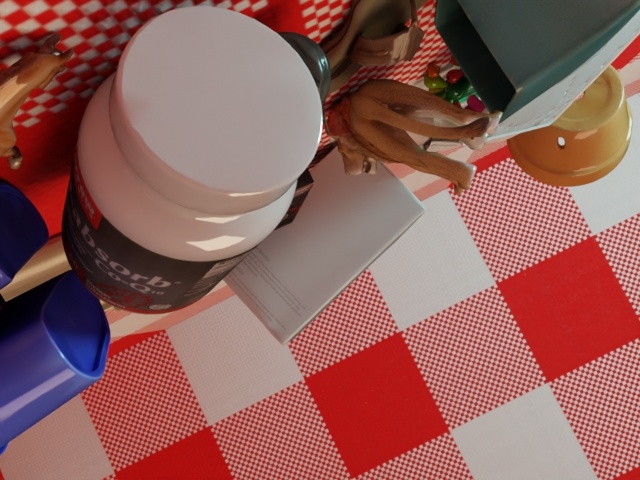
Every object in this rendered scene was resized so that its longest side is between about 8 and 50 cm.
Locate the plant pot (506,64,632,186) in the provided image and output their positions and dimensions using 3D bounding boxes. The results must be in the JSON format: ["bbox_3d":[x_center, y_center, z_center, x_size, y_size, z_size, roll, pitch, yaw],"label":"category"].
[{"bbox_3d":[0.586,-0.297,1.547,0.290,0.291,0.203,-27,157,5],"label":"plant pot"}]

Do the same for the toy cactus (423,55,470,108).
[{"bbox_3d":[0.258,-0.274,1.148,0.180,0.112,0.219,-35,166,-8],"label":"toy cactus"}]

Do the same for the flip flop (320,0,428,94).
[{"bbox_3d":[0.069,-0.229,0.760,0.112,0.080,0.277,-21,172,-36],"label":"flip flop"}]

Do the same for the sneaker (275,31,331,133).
[{"bbox_3d":[-0.050,-0.157,0.793,0.146,0.122,0.330,-39,180,-29],"label":"sneaker"}]

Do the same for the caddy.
[{"bbox_3d":[-0.356,0.078,0.675,0.179,0.241,0.341,-33,-165,-7],"label":"caddy"}]

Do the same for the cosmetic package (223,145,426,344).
[{"bbox_3d":[0.000,0.000,1.317,0.385,0.217,0.156,-42,174,-2],"label":"cosmetic package"}]

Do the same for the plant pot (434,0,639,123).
[{"bbox_3d":[0.287,-0.290,0.814,0.234,0.166,0.165,-31,173,4],"label":"plant pot"}]

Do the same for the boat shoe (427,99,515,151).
[{"bbox_3d":[0.339,-0.249,1.415,0.276,0.098,0.096,-17,-177,20],"label":"boat shoe"}]

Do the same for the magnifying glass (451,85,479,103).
[{"bbox_3d":[0.331,-0.316,1.388,0.092,0.026,0.231,-30,171,34],"label":"magnifying glass"}]

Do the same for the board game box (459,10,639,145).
[{"bbox_3d":[0.428,-0.331,1.092,0.389,0.050,0.390,-20,155,-47],"label":"board game box"}]

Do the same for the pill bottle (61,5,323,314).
[{"bbox_3d":[-0.147,-0.060,0.680,0.210,0.210,0.363,-23,172,-30],"label":"pill bottle"}]

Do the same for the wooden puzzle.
[{"bbox_3d":[-0.412,0.088,1.153,0.322,0.081,0.348,-25,165,-15],"label":"wooden puzzle"}]

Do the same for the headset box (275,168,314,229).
[{"bbox_3d":[-0.143,-0.067,1.077,0.218,0.110,0.293,-24,173,-15],"label":"headset box"}]

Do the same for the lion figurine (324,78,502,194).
[{"bbox_3d":[0.106,-0.158,0.895,0.142,0.240,0.392,-64,173,-1],"label":"lion figurine"}]

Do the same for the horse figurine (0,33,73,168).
[{"bbox_3d":[-0.329,-0.071,0.520,0.263,0.066,0.174,-26,-178,-34],"label":"horse figurine"}]
